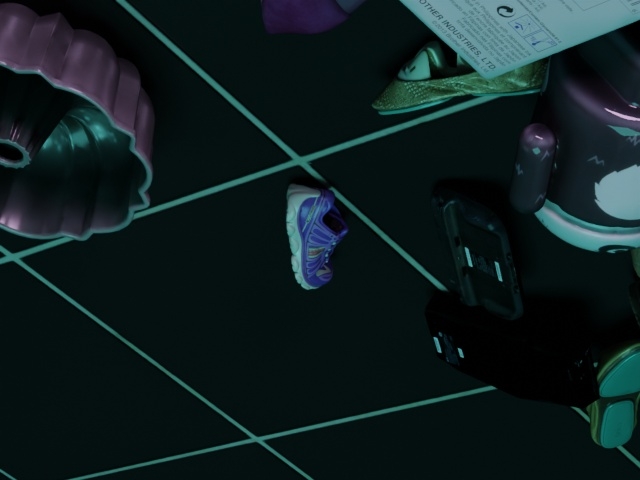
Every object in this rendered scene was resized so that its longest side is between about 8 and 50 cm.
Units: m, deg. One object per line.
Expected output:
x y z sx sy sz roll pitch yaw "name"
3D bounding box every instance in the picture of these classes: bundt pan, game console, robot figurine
-0.331 -0.143 2.096 0.331 0.124 0.331 9 147 6 "bundt pan"
0.214 0.071 2.244 0.213 0.044 0.361 18 148 29 "game console"
0.295 -0.110 1.856 0.209 0.173 0.278 10 139 0 "robot figurine"

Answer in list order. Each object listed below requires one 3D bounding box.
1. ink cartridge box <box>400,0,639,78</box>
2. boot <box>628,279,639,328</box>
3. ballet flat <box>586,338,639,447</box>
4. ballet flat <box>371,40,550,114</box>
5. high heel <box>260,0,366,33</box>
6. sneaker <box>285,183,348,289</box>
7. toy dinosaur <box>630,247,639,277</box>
0.225 -0.319 1.609 0.395 0.151 0.270 -18 136 41 "ink cartridge box"
0.462 0.064 2.141 0.208 0.189 0.076 -31 117 13 "boot"
0.365 0.174 2.358 0.080 0.073 0.232 -9 144 -11 "ballet flat"
0.141 -0.178 1.943 0.206 0.073 0.067 -9 113 26 "ballet flat"
-0.081 -0.310 1.745 0.181 0.127 0.377 -24 136 29 "high heel"
0.000 0.000 2.243 0.071 0.068 0.170 1 145 8 "sneaker"
0.380 0.010 2.023 0.200 0.127 0.295 52 176 -35 "toy dinosaur"
